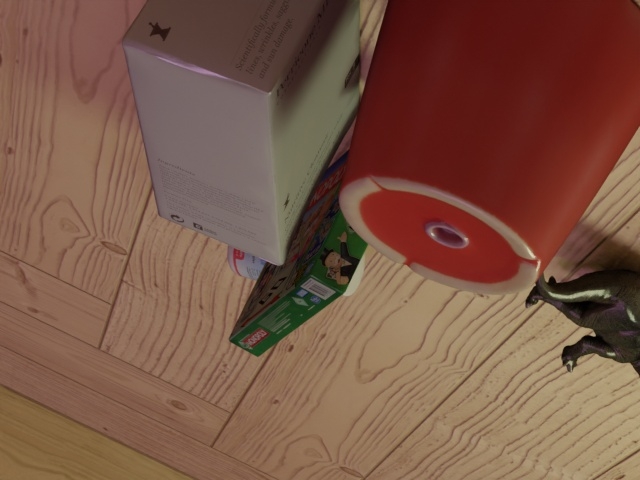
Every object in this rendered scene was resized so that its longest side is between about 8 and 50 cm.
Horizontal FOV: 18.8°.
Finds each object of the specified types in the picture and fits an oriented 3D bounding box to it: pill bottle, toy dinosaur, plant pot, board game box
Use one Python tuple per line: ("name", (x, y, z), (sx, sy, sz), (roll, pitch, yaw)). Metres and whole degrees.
("pill bottle", (-0.029, 0.020, 2.419), (0.160, 0.087, 0.087), (14, 155, 26))
("toy dinosaur", (0.333, 0.078, 2.177), (0.160, 0.121, 0.313), (-4, 141, 30))
("plant pot", (0.151, -0.101, 1.759), (0.275, 0.243, 0.275), (21, 157, 9))
("board game box", (0.000, 0.000, 2.179), (0.046, 0.213, 0.317), (29, 157, -9))

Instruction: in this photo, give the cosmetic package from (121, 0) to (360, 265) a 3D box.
("cosmetic package", (-0.068, -0.160, 1.899), (0.156, 0.217, 0.385), (22, 160, 9))
